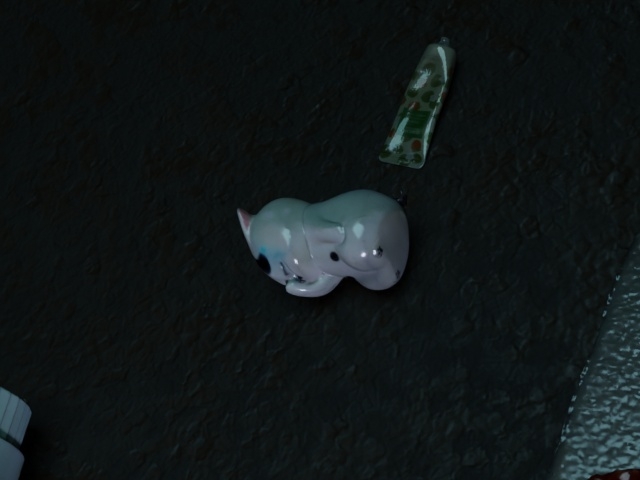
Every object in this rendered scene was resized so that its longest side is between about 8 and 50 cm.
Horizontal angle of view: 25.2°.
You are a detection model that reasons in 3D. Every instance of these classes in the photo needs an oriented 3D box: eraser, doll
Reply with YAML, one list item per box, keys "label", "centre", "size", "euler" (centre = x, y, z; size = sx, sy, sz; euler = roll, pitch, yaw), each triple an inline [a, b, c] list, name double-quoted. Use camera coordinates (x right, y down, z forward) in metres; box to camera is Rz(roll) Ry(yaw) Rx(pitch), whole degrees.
- label: "eraser"
  centre: [0.317, 0.125, 1.368]
  size: [0.111, 0.077, 0.352]
  euler: [14, 67, 25]
- label: "doll"
  centre: [0.006, 0.002, 1.546]
  size: [0.180, 0.110, 0.107]
  euler: [-7, 57, 21]

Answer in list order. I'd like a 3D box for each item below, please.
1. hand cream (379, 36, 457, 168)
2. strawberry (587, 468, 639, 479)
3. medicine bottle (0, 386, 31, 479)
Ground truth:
- label: "hand cream"
  centre: [0.118, -0.160, 1.648]
  size: [0.057, 0.037, 0.165]
  euler: [13, 73, 28]
- label: "strawberry"
  centre: [0.251, 0.312, 1.183]
  size: [0.336, 0.149, 0.265]
  euler: [-42, 68, 14]
- label: "medicine bottle"
  centre: [-0.418, 0.303, 1.508]
  size: [0.158, 0.158, 0.318]
  euler: [3, 62, 24]
